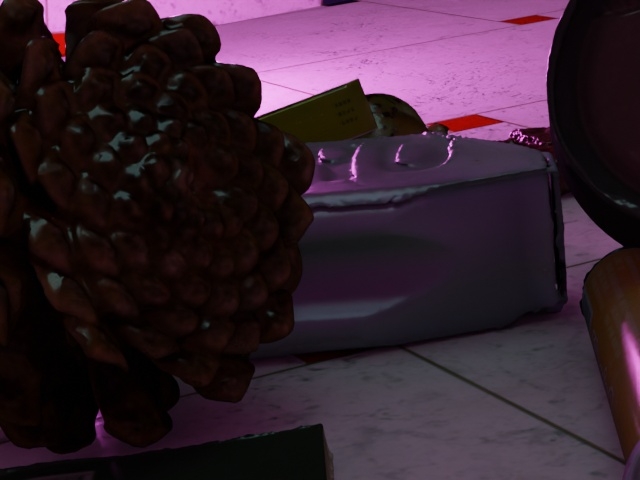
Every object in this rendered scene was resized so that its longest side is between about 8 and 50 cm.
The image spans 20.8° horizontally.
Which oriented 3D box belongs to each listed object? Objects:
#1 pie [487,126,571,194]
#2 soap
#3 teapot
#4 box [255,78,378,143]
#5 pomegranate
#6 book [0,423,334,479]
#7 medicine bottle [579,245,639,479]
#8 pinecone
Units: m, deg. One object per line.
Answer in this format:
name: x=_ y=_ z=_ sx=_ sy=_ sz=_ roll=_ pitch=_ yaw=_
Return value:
pie: x=0.261 y=-0.095 z=2.081 sx=0.219 sy=0.054 sz=0.204 roll=-14 pitch=16 yaw=-34
soap: x=0.000 y=0.000 z=1.634 sx=0.446 sy=0.156 sz=0.261 roll=-4 pitch=15 yaw=5
teapot: x=0.347 y=-0.091 z=1.455 sx=0.305 sy=0.376 sz=0.362 roll=-38 pitch=-10 yaw=13
box: x=-0.066 y=-0.100 z=1.904 sx=0.175 sy=0.062 sz=0.260 roll=-22 pitch=2 yaw=-19
pomegranate: x=0.064 y=-0.113 z=2.043 sx=0.122 sy=0.143 sz=0.169 roll=37 pitch=49 yaw=26
book: x=-0.115 y=0.210 z=1.118 sx=0.260 sy=0.043 sz=0.371 roll=-8 pitch=14 yaw=1
medicine bottle: x=0.250 y=0.097 z=1.256 sx=0.108 sy=0.108 sz=0.426 roll=-5 pitch=15 yaw=5
pinecone: x=-0.215 y=0.002 z=1.385 sx=0.384 sy=0.384 sz=0.384 roll=-6 pitch=15 yaw=2
